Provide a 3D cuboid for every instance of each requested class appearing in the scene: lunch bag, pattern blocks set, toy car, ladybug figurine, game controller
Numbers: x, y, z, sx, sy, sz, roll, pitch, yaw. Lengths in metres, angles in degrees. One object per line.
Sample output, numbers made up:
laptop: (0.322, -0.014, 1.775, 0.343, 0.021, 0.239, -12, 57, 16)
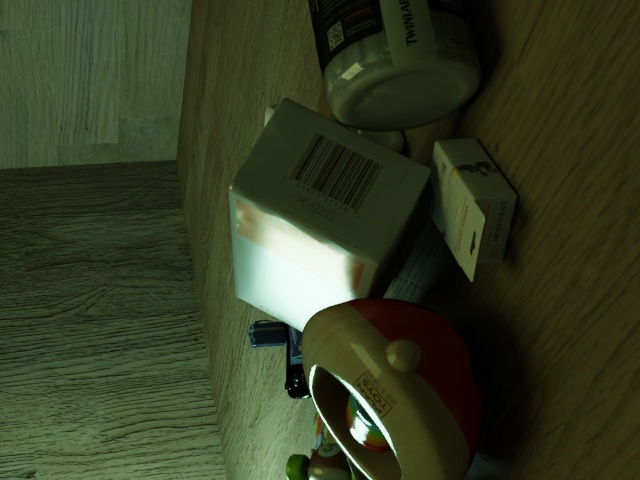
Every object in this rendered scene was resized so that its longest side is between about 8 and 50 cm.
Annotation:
lunch bag: (-0.137, 0.232, 2.586, 0.067, 0.098, 0.065, 126, 141, -75)
pattern blocks set: (0.009, 0.413, 2.129, 0.325, 0.026, 0.286, -98, 16, -47)
toy car: (0.045, 0.359, 1.853, 0.149, 0.155, 0.189, 51, -136, -53)
ladybug figurine: (0.108, 0.209, 1.419, 0.305, 0.161, 0.449, 51, 163, 13)
game controller: (-0.034, 0.175, 2.190, 0.166, 0.067, 0.319, 140, 131, -74)

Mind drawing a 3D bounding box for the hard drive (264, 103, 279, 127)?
hard drive: (-0.009, -0.097, 1.914, 0.307, 0.040, 0.203, 42, 138, 40)

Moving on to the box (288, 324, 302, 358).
box: (0.000, 0.123, 2.018, 0.153, 0.108, 0.207, 142, 123, -72)

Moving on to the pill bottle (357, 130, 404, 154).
pill bottle: (0.086, -0.120, 1.680, 0.137, 0.078, 0.078, 104, 157, -48)

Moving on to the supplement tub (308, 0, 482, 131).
supplement tub: (0.084, -0.334, 1.377, 0.207, 0.207, 0.338, 121, 141, -66)

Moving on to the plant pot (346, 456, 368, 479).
plant pot: (0.081, 0.304, 1.726, 0.236, 0.032, 0.237, -13, -90, -74)

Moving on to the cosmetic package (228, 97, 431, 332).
cosmetic package: (0.000, 0.000, 1.538, 0.162, 0.230, 0.453, -60, -8, -20)

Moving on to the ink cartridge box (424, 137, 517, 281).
ink cartridge box: (0.196, -0.041, 1.319, 0.181, 0.061, 0.104, -112, 22, -51)
